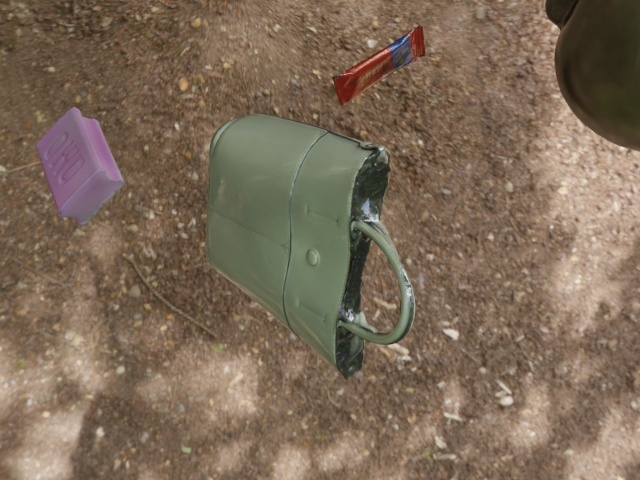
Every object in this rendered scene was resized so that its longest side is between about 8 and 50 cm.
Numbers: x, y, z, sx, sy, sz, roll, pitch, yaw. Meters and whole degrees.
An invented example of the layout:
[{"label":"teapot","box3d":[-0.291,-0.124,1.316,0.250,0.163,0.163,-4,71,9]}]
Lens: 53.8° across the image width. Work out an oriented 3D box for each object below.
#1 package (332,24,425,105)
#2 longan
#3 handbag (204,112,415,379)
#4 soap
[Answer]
[{"label":"package","box3d":[0.116,-0.336,1.213,0.200,0.022,0.083,-32,152,-4]},{"label":"longan","box3d":[0.158,-0.098,0.298,0.106,0.119,0.106,-27,145,-21]},{"label":"handbag","box3d":[0.000,0.000,0.648,0.109,0.315,0.241,-14,120,-38]},{"label":"soap","box3d":[-0.443,-0.138,1.154,0.122,0.203,0.065,-43,144,10]}]
